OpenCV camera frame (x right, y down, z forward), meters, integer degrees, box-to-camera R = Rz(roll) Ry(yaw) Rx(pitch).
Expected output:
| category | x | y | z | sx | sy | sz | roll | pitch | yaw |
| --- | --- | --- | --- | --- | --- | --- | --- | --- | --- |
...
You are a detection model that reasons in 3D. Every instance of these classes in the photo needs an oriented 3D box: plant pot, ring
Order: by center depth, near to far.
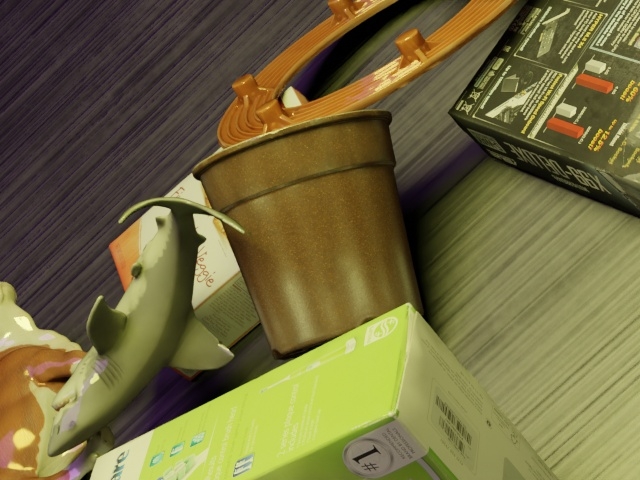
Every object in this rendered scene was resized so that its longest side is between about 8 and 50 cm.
| category | x | y | z | sx | sy | sz | roll | pitch | yaw |
| --- | --- | --- | --- | --- | --- | --- | --- | --- | --- |
| plant pot | 0.000 | 0.000 | 1.455 | 0.167 | 0.167 | 0.165 | -21 | 82 | 32 |
| ring | 0.047 | -0.183 | 1.585 | 0.336 | 0.032 | 0.336 | -29 | 18 | 11 |

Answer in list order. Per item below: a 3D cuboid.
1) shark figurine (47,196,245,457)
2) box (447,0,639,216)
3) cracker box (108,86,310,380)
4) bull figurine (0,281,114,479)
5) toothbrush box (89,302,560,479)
| category | x | y | z | sx | sy | sz | roll | pitch | yaw |
| --- | --- | --- | --- | --- | --- | --- | --- | --- | --- |
| shark figurine | -0.116 | 0.055 | 1.496 | 0.278 | 0.116 | 0.166 | -61 | -6 | 31 |
| box | 0.275 | -0.175 | 1.429 | 0.242 | 0.076 | 0.307 | 26 | 79 | 51 |
| cracker box | -0.071 | -0.008 | 1.635 | 0.232 | 0.067 | 0.155 | -40 | 40 | 11 |
| bull figurine | -0.246 | 0.162 | 1.636 | 0.188 | 0.101 | 0.310 | -22 | 50 | 22 |
| toothbrush box | 0.000 | 0.201 | 1.263 | 0.283 | 0.206 | 0.122 | -27 | 27 | 26 |
